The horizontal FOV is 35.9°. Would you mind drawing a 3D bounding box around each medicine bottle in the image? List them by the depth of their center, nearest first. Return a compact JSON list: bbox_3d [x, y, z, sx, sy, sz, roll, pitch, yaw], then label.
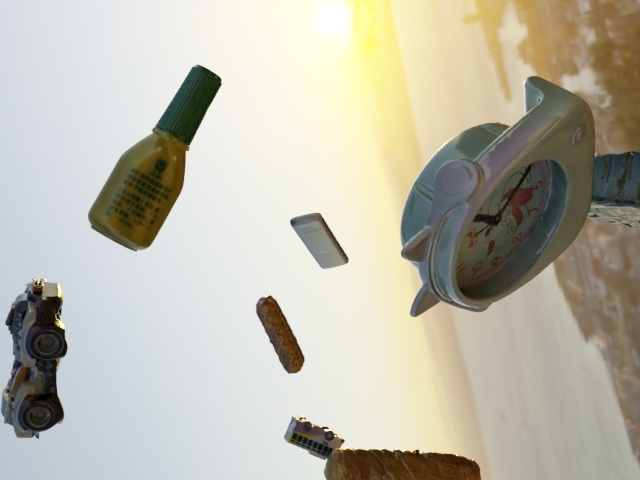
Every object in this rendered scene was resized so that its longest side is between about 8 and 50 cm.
[{"bbox_3d":[-0.211,-0.113,1.316,0.095,0.260,0.064,30,180,-17],"label":"medicine bottle"}]

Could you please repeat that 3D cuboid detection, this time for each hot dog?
[{"bbox_3d":[0.148,0.415,1.770,0.061,0.286,0.087,101,169,-65],"label":"hot dog"}]

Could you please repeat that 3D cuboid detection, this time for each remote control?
[{"bbox_3d":[0.000,0.000,2.052,0.261,0.067,0.029,56,-157,-63],"label":"remote control"}]

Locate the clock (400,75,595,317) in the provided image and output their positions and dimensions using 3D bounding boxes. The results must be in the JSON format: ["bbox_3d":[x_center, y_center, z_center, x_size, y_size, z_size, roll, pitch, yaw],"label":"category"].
[{"bbox_3d":[0.221,-0.040,1.298,0.109,0.324,0.265,39,155,36],"label":"clock"}]

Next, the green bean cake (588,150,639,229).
[{"bbox_3d":[0.566,-0.088,1.746,0.227,0.223,0.124,15,-95,-43],"label":"green bean cake"}]

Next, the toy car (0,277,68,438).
[{"bbox_3d":[-0.551,0.219,1.905,0.193,0.118,0.301,-128,43,-65],"label":"toy car"}]

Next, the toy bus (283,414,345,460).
[{"bbox_3d":[-0.012,0.366,1.824,0.058,0.102,0.052,-65,13,-4],"label":"toy bus"}]

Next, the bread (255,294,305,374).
[{"bbox_3d":[-0.074,0.173,1.815,0.157,0.044,0.052,65,-160,-10],"label":"bread"}]
